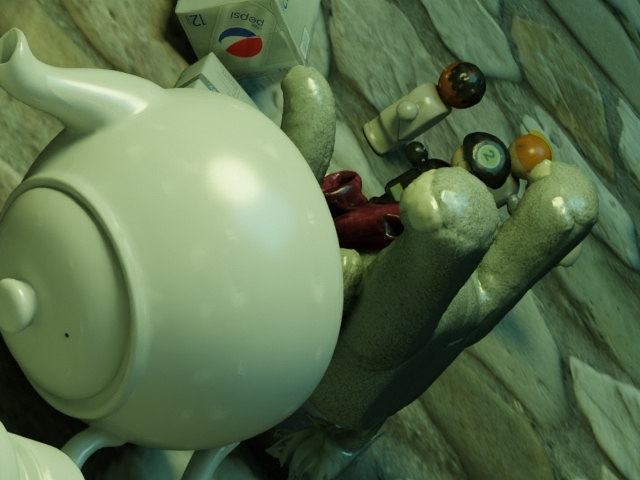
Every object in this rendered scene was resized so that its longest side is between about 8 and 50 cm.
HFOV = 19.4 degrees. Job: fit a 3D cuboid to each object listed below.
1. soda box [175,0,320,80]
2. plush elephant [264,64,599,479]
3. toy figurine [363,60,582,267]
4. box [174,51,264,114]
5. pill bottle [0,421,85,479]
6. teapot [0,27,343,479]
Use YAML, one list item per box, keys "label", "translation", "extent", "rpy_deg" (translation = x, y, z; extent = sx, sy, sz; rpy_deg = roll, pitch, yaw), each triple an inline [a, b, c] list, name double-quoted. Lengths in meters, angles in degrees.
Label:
- label: "soda box"
  translation: [-0.050, -0.276, 1.721]
  extent: [0.091, 0.098, 0.286]
  rpy_deg: [65, 26, -42]
- label: "plush elephant"
  translation: [0.000, 0.000, 1.388]
  extent: [0.255, 0.330, 0.272]
  rpy_deg: [46, 29, 18]
- label: "toy figurine"
  translation: [0.156, -0.061, 1.891]
  extent: [0.213, 0.148, 0.209]
  rpy_deg: [42, 29, -32]
- label: "box"
  translation: [-0.077, -0.059, 1.573]
  extent: [0.145, 0.038, 0.186]
  rpy_deg: [50, 26, -18]
- label: "pill bottle"
  translation: [-0.227, 0.130, 0.942]
  extent: [0.229, 0.131, 0.131]
  rpy_deg: [27, 39, -51]
- label: "teapot"
  translation: [-0.122, 0.032, 1.183]
  extent: [0.187, 0.252, 0.256]
  rpy_deg: [-15, 57, -41]
